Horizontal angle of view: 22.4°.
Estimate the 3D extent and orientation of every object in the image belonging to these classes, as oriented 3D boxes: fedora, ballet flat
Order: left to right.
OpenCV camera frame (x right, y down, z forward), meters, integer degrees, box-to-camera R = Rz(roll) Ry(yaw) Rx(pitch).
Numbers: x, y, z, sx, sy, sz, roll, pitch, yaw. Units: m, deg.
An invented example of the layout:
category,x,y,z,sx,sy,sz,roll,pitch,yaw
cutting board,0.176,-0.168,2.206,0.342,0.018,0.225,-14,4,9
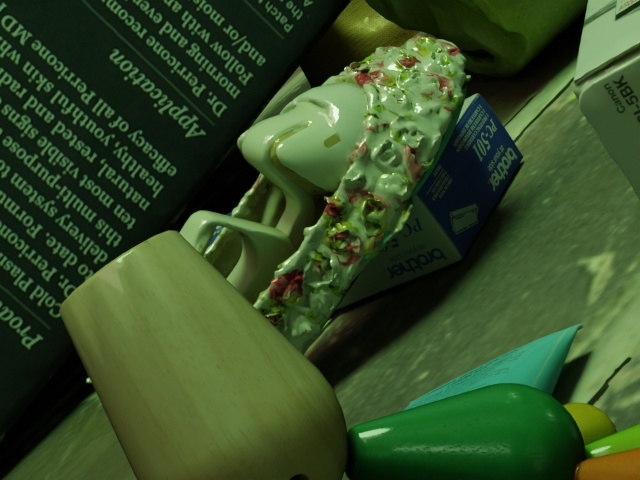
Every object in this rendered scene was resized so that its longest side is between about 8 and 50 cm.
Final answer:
category,x,y,z,sx,sy,sz,roll,pitch,yaw
ballet flat,-0.019,-0.004,0.732,0.091,0.077,0.241,23,78,54
fedora,0.039,-0.149,1.141,0.194,0.079,0.194,-33,16,11

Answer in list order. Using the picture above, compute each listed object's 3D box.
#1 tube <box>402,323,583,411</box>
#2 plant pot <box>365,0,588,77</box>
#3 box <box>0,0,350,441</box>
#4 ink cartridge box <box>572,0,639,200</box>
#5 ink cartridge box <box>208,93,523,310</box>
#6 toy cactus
category,x,y,z,sx,sy,sz,roll,pitch,yaw
tube,0.032,0.088,0.527,0.080,0.052,0.207,-23,15,28
plant pot,0.124,-0.247,0.968,0.254,0.276,0.276,-52,17,-7
box,-0.303,-0.071,1.137,0.472,0.297,0.480,-51,19,-18
ink cartridge box,0.144,-0.055,0.593,0.056,0.099,0.135,-29,18,24
ink cartridge box,0.000,0.000,0.849,0.207,0.046,0.097,-24,20,39
toy cactus,0.007,0.080,0.381,0.219,0.180,0.112,-34,-5,-8
